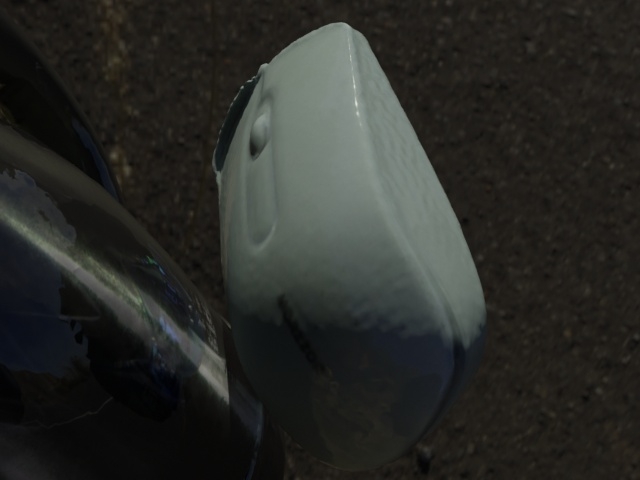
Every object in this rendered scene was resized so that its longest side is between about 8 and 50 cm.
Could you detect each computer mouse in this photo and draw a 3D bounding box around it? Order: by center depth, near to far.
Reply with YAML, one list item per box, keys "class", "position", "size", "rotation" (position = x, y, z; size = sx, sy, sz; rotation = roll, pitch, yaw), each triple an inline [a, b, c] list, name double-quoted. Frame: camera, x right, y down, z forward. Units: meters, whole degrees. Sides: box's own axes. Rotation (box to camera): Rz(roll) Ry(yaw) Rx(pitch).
- class: "computer mouse"
  position: [0.000, 0.000, 0.673]
  size: [0.079, 0.128, 0.231]
  rotation: [8, 47, -43]

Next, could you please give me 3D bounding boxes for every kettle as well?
- class: "kettle"
  position: [-0.177, 0.017, 0.696]
  size: [0.228, 0.324, 0.321]
  rotation: [-9, 51, 20]
